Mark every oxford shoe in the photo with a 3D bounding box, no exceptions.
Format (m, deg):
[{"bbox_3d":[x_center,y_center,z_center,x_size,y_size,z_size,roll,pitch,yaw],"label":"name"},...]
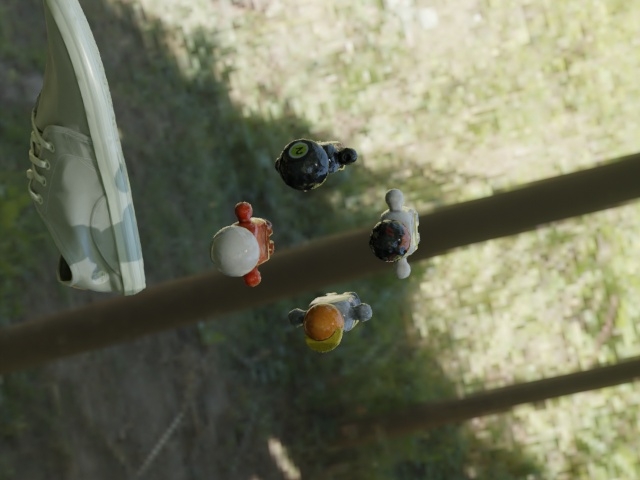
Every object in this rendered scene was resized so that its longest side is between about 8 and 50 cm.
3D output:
[{"bbox_3d":[-0.315,-0.111,1.911,0.169,0.130,0.449,-106,-171,-55],"label":"oxford shoe"}]

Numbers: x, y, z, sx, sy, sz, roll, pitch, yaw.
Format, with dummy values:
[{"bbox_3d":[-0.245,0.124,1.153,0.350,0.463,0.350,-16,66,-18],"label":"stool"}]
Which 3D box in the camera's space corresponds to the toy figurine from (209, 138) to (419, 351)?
[{"bbox_3d":[0.000,0.000,1.762,0.209,0.213,0.148,43,14,4],"label":"toy figurine"}]
